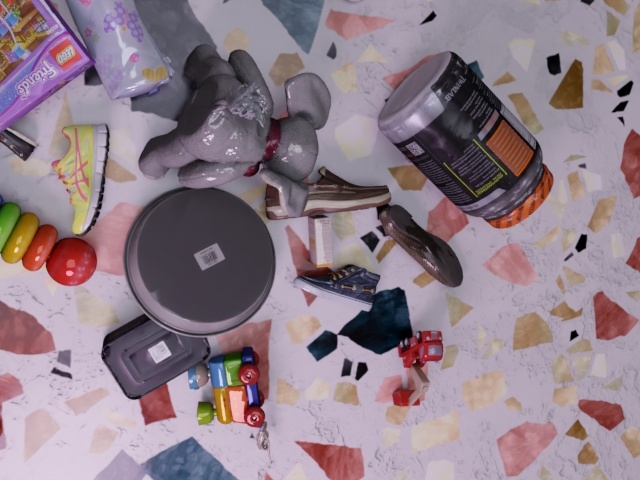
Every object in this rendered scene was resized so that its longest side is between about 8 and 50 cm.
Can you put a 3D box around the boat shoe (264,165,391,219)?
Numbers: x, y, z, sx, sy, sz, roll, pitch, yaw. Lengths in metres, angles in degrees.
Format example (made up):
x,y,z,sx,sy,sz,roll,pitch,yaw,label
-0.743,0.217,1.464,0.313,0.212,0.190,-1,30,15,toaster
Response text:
x,y,z,sx,sy,sz,roll,pitch,yaw,label
0.016,-0.101,1.316,0.257,0.095,0.095,-8,94,-14,boat shoe

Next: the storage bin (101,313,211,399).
x,y,z,sx,sy,sz,roll,pitch,yaw,label
-0.314,0.204,1.269,0.180,0.084,0.122,-30,104,-9,storage bin

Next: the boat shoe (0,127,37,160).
x,y,z,sx,sy,sz,roll,pitch,yaw,label
-0.568,-0.189,1.161,0.133,0.049,0.042,34,80,-22,boat shoe

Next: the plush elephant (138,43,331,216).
x,y,z,sx,sy,sz,roll,pitch,yaw,label
-0.117,-0.188,1.190,0.255,0.330,0.272,28,79,-37,plush elephant

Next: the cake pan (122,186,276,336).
x,y,z,sx,sy,sz,roll,pitch,yaw,label
-0.217,0.032,1.238,0.293,0.054,0.294,5,77,-20,cake pan

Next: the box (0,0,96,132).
x,y,z,sx,sy,sz,roll,pitch,yaw,label
-0.554,-0.293,1.088,0.293,0.057,0.201,-36,102,0,box

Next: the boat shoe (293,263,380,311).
x,y,z,sx,sy,sz,roll,pitch,yaw,label
0.035,0.082,1.364,0.183,0.065,0.083,19,91,-24,boat shoe

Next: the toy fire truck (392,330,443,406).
x,y,z,sx,sy,sz,roll,pitch,yaw,label
0.205,0.273,1.396,0.047,0.192,0.135,2,68,-17,toy fire truck

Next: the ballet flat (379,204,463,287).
x,y,z,sx,sy,sz,roll,pitch,yaw,label
0.213,0.016,1.411,0.250,0.058,0.084,40,51,-22,ballet flat

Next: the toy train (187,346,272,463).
x,y,z,sx,sy,sz,roll,pitch,yaw,label
-0.182,0.345,1.322,0.143,0.105,0.248,-7,100,-4,toy train

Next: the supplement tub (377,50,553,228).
x,y,z,sx,sy,sz,roll,pitch,yaw,label
0.295,-0.191,1.322,0.338,0.207,0.207,42,85,-17,supplement tub

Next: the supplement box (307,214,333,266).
x,y,z,sx,sy,sz,roll,pitch,yaw,label
0.000,0.000,1.340,0.036,0.062,0.099,-5,100,-14,supplement box

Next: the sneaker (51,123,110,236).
x,y,z,sx,sy,sz,roll,pitch,yaw,label
-0.439,-0.112,1.197,0.094,0.081,0.209,6,85,-16,sneaker

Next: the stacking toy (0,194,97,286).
x,y,z,sx,sy,sz,roll,pitch,yaw,label
-0.548,-0.018,1.154,0.330,0.141,0.141,27,90,-22,stacking toy

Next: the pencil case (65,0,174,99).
x,y,z,sx,sy,sz,roll,pitch,yaw,label
-0.363,-0.383,1.155,0.124,0.113,0.273,-20,102,18,pencil case
